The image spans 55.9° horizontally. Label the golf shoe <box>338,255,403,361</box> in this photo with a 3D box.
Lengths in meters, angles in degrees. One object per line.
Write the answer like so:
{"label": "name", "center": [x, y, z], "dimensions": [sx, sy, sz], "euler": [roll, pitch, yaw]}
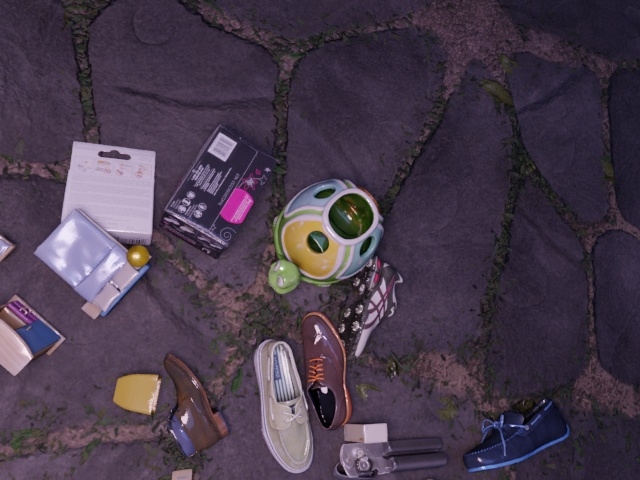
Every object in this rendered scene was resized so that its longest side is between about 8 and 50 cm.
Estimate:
{"label": "golf shoe", "center": [0.128, 0.174, 1.478], "dimensions": [0.120, 0.105, 0.272], "euler": [27, 69, -20]}

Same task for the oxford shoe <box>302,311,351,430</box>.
{"label": "oxford shoe", "center": [0.008, 0.297, 1.383], "dimensions": [0.097, 0.098, 0.271], "euler": [-18, 81, 17]}

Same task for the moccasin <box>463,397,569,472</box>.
{"label": "moccasin", "center": [0.480, 0.488, 1.528], "dimensions": [0.342, 0.138, 0.116], "euler": [-8, 74, -37]}

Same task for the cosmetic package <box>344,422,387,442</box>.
{"label": "cosmetic package", "center": [0.102, 0.442, 1.388], "dimensions": [0.060, 0.115, 0.041], "euler": [3, 74, -19]}

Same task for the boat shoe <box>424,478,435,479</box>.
{"label": "boat shoe", "center": [0.237, 0.726, 1.367], "dimensions": [0.123, 0.123, 0.341], "euler": [1, 82, -22]}

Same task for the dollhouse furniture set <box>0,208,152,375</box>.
{"label": "dollhouse furniture set", "center": [-0.529, 0.050, 1.158], "dimensions": [0.286, 0.198, 0.303], "euler": [44, 85, -6]}

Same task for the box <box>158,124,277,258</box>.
{"label": "box", "center": [-0.237, -0.108, 1.390], "dimensions": [0.163, 0.142, 0.247], "euler": [31, 66, -9]}

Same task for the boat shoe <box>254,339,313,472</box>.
{"label": "boat shoe", "center": [-0.083, 0.370, 1.348], "dimensions": [0.109, 0.094, 0.302], "euler": [-13, 81, -23]}

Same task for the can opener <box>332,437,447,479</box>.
{"label": "can opener", "center": [0.161, 0.518, 1.425], "dimensions": [0.284, 0.095, 0.075], "euler": [7, 49, -28]}

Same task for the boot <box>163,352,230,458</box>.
{"label": "boot", "center": [-0.293, 0.353, 1.281], "dimensions": [0.106, 0.082, 0.219], "euler": [-36, 92, -27]}

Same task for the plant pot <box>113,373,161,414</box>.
{"label": "plant pot", "center": [-0.384, 0.318, 1.260], "dimensions": [0.083, 0.081, 0.081], "euler": [9, 73, -6]}

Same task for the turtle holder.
{"label": "turtle holder", "center": [0.000, -0.019, 1.409], "dimensions": [0.321, 0.227, 0.243], "euler": [-12, 81, -23]}

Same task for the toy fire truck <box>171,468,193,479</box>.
{"label": "toy fire truck", "center": [-0.224, 0.600, 1.222], "dimensions": [0.217, 0.158, 0.246], "euler": [-4, 88, -21]}

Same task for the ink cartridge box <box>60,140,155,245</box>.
{"label": "ink cartridge box", "center": [-0.472, -0.106, 1.362], "dimensions": [0.189, 0.066, 0.232], "euler": [5, 54, -19]}
